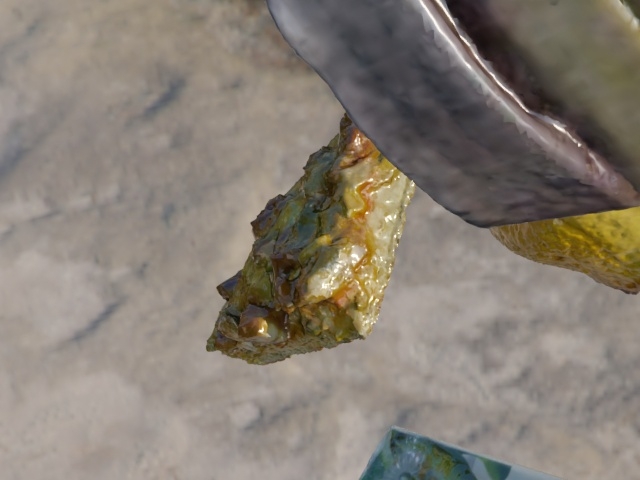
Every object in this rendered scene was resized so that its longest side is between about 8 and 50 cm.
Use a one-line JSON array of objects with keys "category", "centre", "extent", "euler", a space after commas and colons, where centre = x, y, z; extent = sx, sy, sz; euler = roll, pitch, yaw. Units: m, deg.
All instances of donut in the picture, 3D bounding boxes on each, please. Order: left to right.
[{"category": "donut", "centre": [0.166, -0.048, 1.000], "extent": [0.101, 0.259, 0.152], "euler": [5, 69, -16]}]

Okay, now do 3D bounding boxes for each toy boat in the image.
[{"category": "toy boat", "centre": [0.100, -0.127, 0.598], "extent": [0.293, 0.276, 0.111], "euler": [-9, 22, 25]}]

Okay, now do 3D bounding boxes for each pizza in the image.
[{"category": "pizza", "centre": [0.000, 0.000, 0.837], "extent": [0.046, 0.175, 0.134], "euler": [29, 11, -20]}]

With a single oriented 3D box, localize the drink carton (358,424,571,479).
[{"category": "drink carton", "centre": [0.133, 0.250, 1.010], "extent": [0.324, 0.132, 0.194], "euler": [12, 62, 49]}]
